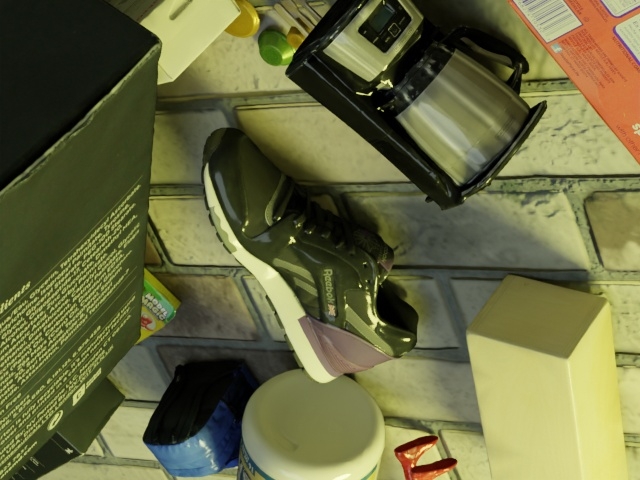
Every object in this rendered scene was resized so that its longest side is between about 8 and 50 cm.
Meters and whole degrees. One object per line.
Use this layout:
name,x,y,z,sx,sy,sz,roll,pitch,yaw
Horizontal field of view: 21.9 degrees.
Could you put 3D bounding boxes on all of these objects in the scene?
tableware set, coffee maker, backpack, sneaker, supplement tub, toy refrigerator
tableware set,-0.063,-0.214,1.391,0.154,0.024,0.104,43,141,-13
coffee maker,0.064,-0.113,1.329,0.178,0.120,0.171,41,139,-7
backpack,-0.119,0.197,1.742,0.098,0.120,0.101,-13,121,39
sneaker,0.000,0.000,1.515,0.124,0.107,0.283,-16,124,24
supplement tub,-0.014,0.243,1.701,0.144,0.144,0.200,22,137,13
toy refrigerator,0.215,0.165,1.522,0.102,0.094,0.269,14,135,31

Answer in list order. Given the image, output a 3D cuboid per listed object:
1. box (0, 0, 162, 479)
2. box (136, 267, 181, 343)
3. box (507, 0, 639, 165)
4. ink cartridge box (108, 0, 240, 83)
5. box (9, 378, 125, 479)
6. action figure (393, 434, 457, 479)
box,-0.417,-0.068,1.459,0.480,0.297,0.472,34,150,13
box,-0.225,0.065,1.745,0.105,0.043,0.179,45,140,-12
box,0.291,-0.128,1.152,0.300,0.142,0.154,47,137,-15
ink cartridge box,-0.146,-0.175,1.400,0.135,0.099,0.056,-4,128,53
box,-0.379,0.148,1.877,0.261,0.103,0.184,46,141,-13
action figure,0.171,0.331,1.700,0.139,0.091,0.280,-14,110,-9
